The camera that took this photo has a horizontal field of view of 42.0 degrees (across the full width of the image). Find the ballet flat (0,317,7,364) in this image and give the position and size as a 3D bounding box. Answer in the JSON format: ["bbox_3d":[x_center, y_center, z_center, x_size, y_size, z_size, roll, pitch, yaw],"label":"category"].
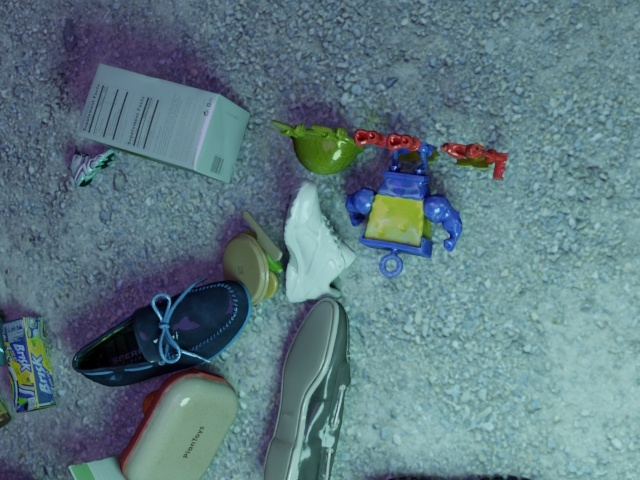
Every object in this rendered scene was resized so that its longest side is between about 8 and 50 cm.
[{"bbox_3d":[-0.666,0.130,1.572,0.083,0.087,0.247,-31,77,13],"label":"ballet flat"}]

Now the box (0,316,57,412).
[{"bbox_3d":[-0.535,0.228,1.535,0.054,0.059,0.169,-15,81,17],"label":"box"}]

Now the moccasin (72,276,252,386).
[{"bbox_3d":[-0.270,0.170,1.397,0.342,0.117,0.138,-32,65,21],"label":"moccasin"}]

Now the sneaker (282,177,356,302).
[{"bbox_3d":[0.000,0.000,1.337,0.115,0.090,0.232,2,129,3],"label":"sneaker"}]

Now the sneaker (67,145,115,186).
[{"bbox_3d":[-0.431,-0.154,1.546,0.098,0.038,0.069,-39,76,11],"label":"sneaker"}]

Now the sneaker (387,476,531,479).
[{"bbox_3d":[0.233,0.442,1.246,0.330,0.130,0.147,-3,98,21],"label":"sneaker"}]

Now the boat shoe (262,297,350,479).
[{"bbox_3d":[-0.006,0.262,1.354,0.112,0.095,0.335,10,84,54],"label":"boat shoe"}]

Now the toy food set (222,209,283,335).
[{"bbox_3d":[-0.117,0.051,1.398,0.132,0.038,0.192,51,130,30],"label":"toy food set"}]

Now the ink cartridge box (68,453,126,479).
[{"bbox_3d":[-0.334,0.439,1.357,0.056,0.235,0.171,-33,76,7],"label":"ink cartridge box"}]

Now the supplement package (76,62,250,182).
[{"bbox_3d":[-0.270,-0.202,1.446,0.244,0.139,0.134,17,90,20],"label":"supplement package"}]

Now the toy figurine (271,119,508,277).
[{"bbox_3d":[0.091,-0.053,1.295,0.362,0.191,0.217,9,93,20],"label":"toy figurine"}]

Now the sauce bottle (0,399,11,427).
[{"bbox_3d":[-0.630,0.294,1.570,0.042,0.042,0.128,-41,74,11],"label":"sauce bottle"}]

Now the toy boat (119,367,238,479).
[{"bbox_3d":[-0.254,0.309,1.411,0.151,0.151,0.231,34,96,48],"label":"toy boat"}]
